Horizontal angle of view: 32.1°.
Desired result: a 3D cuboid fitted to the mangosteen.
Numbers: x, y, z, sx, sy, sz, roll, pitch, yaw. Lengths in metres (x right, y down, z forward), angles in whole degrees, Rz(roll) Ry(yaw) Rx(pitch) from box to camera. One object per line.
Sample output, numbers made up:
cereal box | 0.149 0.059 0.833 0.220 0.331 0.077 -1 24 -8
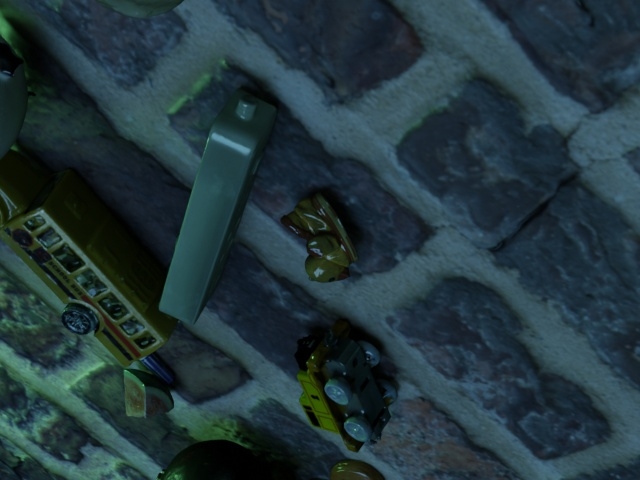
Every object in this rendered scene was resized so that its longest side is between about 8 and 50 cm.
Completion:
mangosteen | -0.152 0.420 1.738 0.243 0.243 0.243 15 136 15

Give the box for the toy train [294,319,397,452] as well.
toy train | 0.024 0.198 1.516 0.127 0.089 0.219 7 135 37

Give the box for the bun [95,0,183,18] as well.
bun | -0.213 -0.308 1.142 0.183 0.102 0.183 13 134 14

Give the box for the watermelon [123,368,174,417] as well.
watermelon | -0.275 0.237 1.716 0.092 0.072 0.084 42 152 -16

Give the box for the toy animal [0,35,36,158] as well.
toy animal | -0.505 -0.196 1.328 0.310 0.251 0.251 16 138 -3

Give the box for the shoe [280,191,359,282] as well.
shoe | -0.001 -0.003 1.348 0.069 0.072 0.109 -25 129 -1

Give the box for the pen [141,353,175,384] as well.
pen | -0.293 0.146 1.687 0.025 0.025 0.204 -21 119 41

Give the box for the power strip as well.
power strip | -0.128 -0.037 1.367 0.062 0.091 0.385 26 138 1

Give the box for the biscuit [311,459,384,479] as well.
biscuit | 0.052 0.434 1.767 0.165 0.036 0.250 17 137 12

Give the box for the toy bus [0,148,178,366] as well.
toy bus | -0.330 0.015 1.510 0.123 0.121 0.335 -23 117 32
